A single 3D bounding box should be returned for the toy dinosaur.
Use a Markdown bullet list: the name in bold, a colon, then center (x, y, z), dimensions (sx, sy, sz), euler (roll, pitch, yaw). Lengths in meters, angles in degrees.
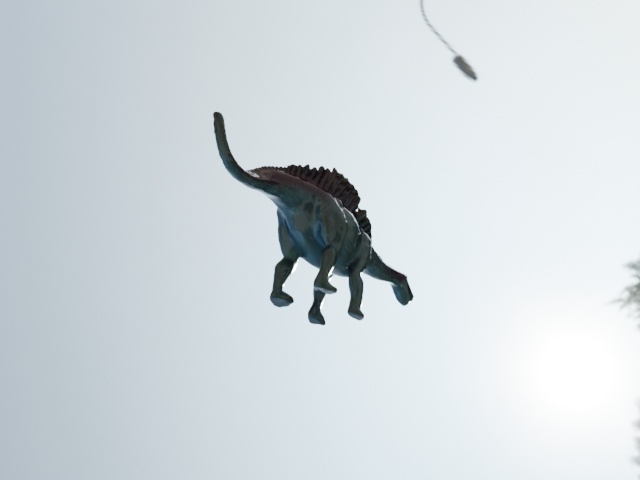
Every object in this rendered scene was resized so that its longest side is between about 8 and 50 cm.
- **toy dinosaur**: center (0.000, 0.000, 0.458), dimensions (0.197, 0.045, 0.080), euler (40, -132, -41)
